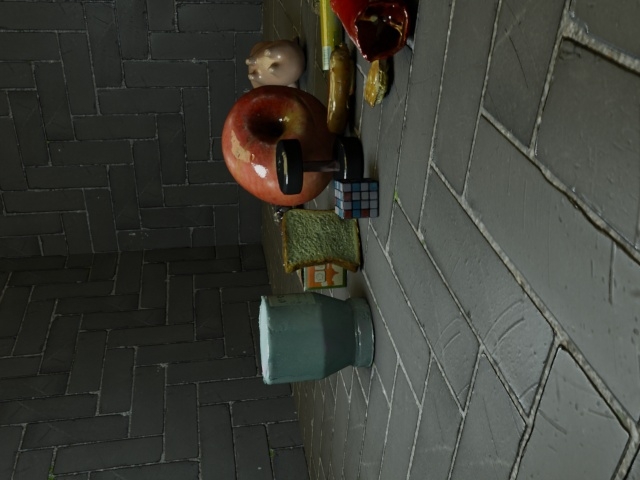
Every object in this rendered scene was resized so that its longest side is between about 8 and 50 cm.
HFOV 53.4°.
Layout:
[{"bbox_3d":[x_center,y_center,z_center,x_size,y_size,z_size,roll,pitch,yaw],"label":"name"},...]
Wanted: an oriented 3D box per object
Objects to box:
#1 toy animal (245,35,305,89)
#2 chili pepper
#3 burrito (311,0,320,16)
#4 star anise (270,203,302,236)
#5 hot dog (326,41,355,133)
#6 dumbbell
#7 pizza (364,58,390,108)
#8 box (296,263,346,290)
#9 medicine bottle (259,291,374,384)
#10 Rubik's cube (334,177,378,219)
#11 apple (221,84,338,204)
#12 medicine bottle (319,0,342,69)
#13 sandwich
[{"bbox_3d":[-0.171,-0.693,2.507,0.326,0.269,0.237,8,104,46],"label":"toy animal"},{"bbox_3d":[0.092,-0.505,1.359,0.338,0.131,0.135,-113,-3,-50],"label":"chili pepper"},{"bbox_3d":[0.007,-0.723,1.986,0.171,0.042,0.051,-113,32,-57],"label":"burrito"},{"bbox_3d":[-0.127,-0.089,2.728,0.316,0.139,0.360,-124,16,-84],"label":"star anise"},{"bbox_3d":[0.058,-0.413,1.742,0.104,0.076,0.250,-69,-15,-66],"label":"hot dog"},{"bbox_3d":[-0.005,-0.203,1.731,0.152,0.218,0.153,176,90,-79],"label":"dumbbell"},{"bbox_3d":[0.132,-0.358,1.446,0.160,0.035,0.099,107,158,-63],"label":"pizza"},{"bbox_3d":[-0.008,0.037,2.014,0.195,0.148,0.178,-117,25,-66],"label":"box"},{"bbox_3d":[-0.014,0.262,1.740,0.245,0.289,0.245,178,90,-80],"label":"medicine bottle"},{"bbox_3d":[0.090,-0.106,1.595,0.092,0.092,0.092,-137,45,-74],"label":"Rubik's cube"},{"bbox_3d":[-0.117,-0.283,1.965,0.364,0.363,0.364,177,90,-79],"label":"apple"},{"bbox_3d":[0.031,-0.598,1.814,0.074,0.073,0.218,-133,40,-74],"label":"medicine bottle"},{"bbox_3d":[0.000,0.000,1.773,0.065,0.214,0.186,111,155,-68],"label":"sandwich"}]
